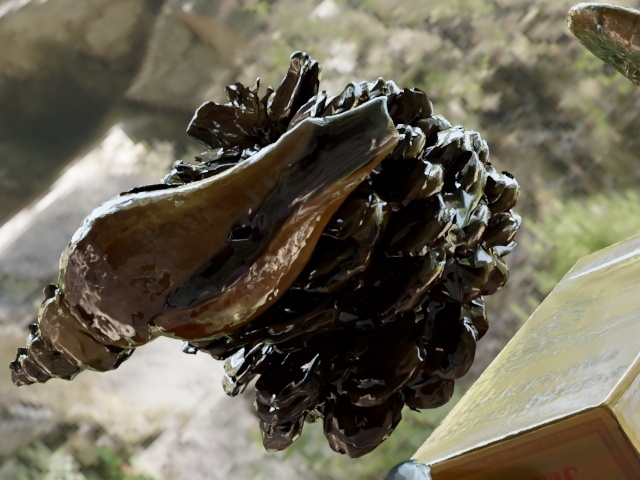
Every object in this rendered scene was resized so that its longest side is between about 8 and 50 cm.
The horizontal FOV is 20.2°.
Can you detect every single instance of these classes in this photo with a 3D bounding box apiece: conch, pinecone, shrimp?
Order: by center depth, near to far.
[{"bbox_3d":[-0.065,0.008,0.900,0.233,0.080,0.086,-20,-83,21],"label":"conch"},{"bbox_3d":[0.000,0.000,1.033,0.221,0.221,0.221,30,-35,24],"label":"pinecone"},{"bbox_3d":[0.375,-0.165,1.772,0.296,0.058,0.169,24,-7,33],"label":"shrimp"}]

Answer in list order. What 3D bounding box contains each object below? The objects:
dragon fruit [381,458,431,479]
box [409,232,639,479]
[{"bbox_3d":[0.027,0.214,0.783,0.182,0.189,0.182,41,-27,27],"label":"dragon fruit"},{"bbox_3d":[0.186,0.078,1.111,0.174,0.274,0.076,-25,-78,43],"label":"box"}]
